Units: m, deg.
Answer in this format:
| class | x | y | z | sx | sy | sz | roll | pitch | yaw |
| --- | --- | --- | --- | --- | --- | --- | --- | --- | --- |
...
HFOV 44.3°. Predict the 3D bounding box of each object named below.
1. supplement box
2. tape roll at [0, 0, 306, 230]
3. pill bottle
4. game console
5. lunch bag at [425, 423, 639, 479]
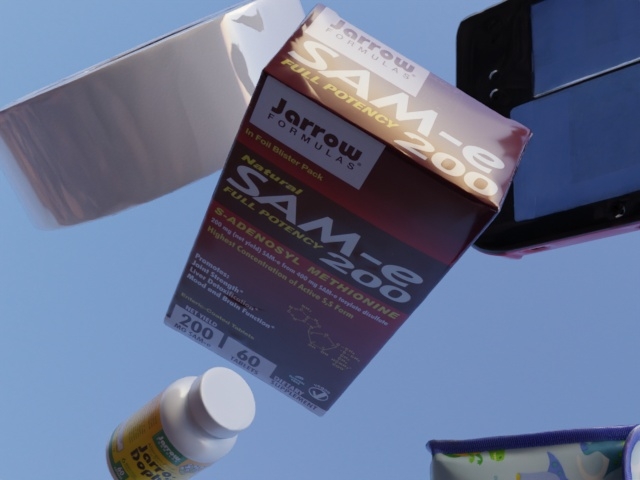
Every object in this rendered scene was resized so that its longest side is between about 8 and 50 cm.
| class | x | y | z | sx | sy | sz | roll | pitch | yaw |
| --- | --- | --- | --- | --- | --- | --- | --- | --- | --- |
| supplement box | 0.000 | 0.000 | 0.462 | 0.130 | 0.073 | 0.239 | 30 | -41 | 0 |
| tape roll | -0.136 | -0.116 | 0.668 | 0.286 | 0.286 | 0.100 | -15 | -69 | 26 |
| pill bottle | -0.182 | 0.251 | 1.036 | 0.208 | 0.117 | 0.118 | -38 | -115 | 32 |
| game console | 0.313 | -0.168 | 0.846 | 0.386 | 0.060 | 0.342 | -16 | -114 | 40 |
| lunch bag | 0.128 | 0.147 | 0.346 | 0.151 | 0.096 | 0.129 | -6 | -107 | 9 |
